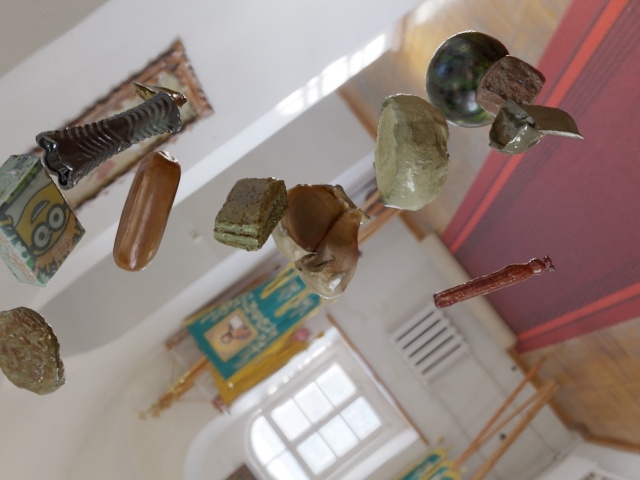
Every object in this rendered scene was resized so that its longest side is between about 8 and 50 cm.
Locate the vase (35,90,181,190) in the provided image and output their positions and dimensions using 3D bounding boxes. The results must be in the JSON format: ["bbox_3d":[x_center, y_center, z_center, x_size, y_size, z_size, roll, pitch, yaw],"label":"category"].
[{"bbox_3d":[-0.364,-0.185,1.414,0.115,0.237,0.115,38,145,33],"label":"vase"}]

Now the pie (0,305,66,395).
[{"bbox_3d":[-0.572,0.218,1.595,0.163,0.079,0.193,-5,111,32],"label":"pie"}]

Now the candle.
[{"bbox_3d":[0.443,0.106,2.073,0.051,0.329,0.048,-117,11,-55],"label":"candle"}]

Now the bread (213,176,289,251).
[{"bbox_3d":[-0.169,-0.068,1.958,0.138,0.196,0.102,5,129,24],"label":"bread"}]

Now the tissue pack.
[{"bbox_3d":[-0.805,-0.053,2.229,0.128,0.228,0.310,10,142,24],"label":"tissue pack"}]

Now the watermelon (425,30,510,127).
[{"bbox_3d":[0.414,-0.436,2.219,0.269,0.269,0.269,51,173,9],"label":"watermelon"}]

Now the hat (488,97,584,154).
[{"bbox_3d":[0.483,-0.231,1.805,0.173,0.144,0.166,29,-153,-15],"label":"hat"}]

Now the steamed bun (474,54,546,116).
[{"bbox_3d":[0.468,-0.378,1.986,0.145,0.175,0.106,38,154,1],"label":"steamed bun"}]

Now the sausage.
[{"bbox_3d":[-0.372,-0.060,1.722,0.105,0.274,0.105,19,-165,-5],"label":"sausage"}]

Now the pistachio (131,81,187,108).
[{"bbox_3d":[-0.397,-0.350,1.987,0.090,0.049,0.173,29,-164,31],"label":"pistachio"}]

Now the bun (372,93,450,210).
[{"bbox_3d":[0.205,-0.190,1.748,0.259,0.152,0.259,-178,90,-82],"label":"bun"}]

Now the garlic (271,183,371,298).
[{"bbox_3d":[0.000,0.000,2.176,0.250,0.313,0.286,-3,135,29],"label":"garlic"}]
